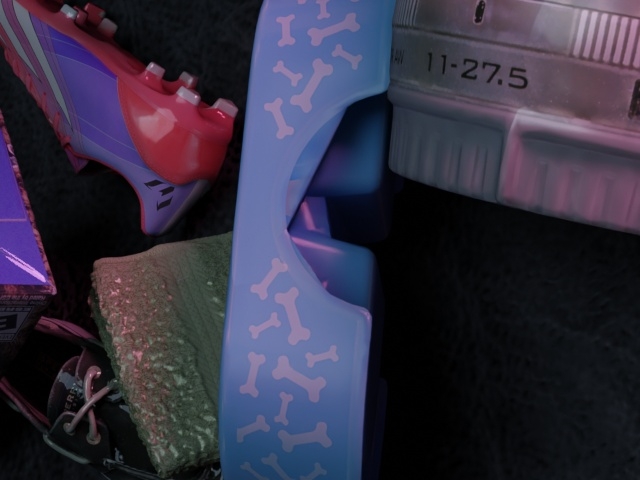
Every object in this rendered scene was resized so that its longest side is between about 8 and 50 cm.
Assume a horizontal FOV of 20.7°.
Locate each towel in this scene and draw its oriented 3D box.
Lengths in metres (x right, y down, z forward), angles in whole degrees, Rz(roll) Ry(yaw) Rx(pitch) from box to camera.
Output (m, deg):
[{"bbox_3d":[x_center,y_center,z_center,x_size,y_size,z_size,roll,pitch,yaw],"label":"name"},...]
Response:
[{"bbox_3d":[-0.067,0.059,0.993,0.110,0.027,0.148,-16,56,-11],"label":"towel"}]

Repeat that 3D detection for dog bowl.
[{"bbox_3d":[0.000,0.000,0.903,0.074,0.166,0.297,4,75,6],"label":"dog bowl"}]

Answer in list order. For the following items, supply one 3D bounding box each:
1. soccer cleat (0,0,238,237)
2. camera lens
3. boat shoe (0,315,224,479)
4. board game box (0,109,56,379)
[{"bbox_3d":[-0.152,-0.095,1.112,0.248,0.083,0.095,35,101,36],"label":"soccer cleat"},{"bbox_3d":[0.153,-0.147,0.794,0.219,0.219,0.274,16,98,38],"label":"camera lens"},{"bbox_3d":[-0.129,0.101,1.031,0.219,0.070,0.078,23,89,39],"label":"boat shoe"},{"bbox_3d":[-0.326,0.057,1.027,0.291,0.232,0.141,-53,48,40],"label":"board game box"}]
